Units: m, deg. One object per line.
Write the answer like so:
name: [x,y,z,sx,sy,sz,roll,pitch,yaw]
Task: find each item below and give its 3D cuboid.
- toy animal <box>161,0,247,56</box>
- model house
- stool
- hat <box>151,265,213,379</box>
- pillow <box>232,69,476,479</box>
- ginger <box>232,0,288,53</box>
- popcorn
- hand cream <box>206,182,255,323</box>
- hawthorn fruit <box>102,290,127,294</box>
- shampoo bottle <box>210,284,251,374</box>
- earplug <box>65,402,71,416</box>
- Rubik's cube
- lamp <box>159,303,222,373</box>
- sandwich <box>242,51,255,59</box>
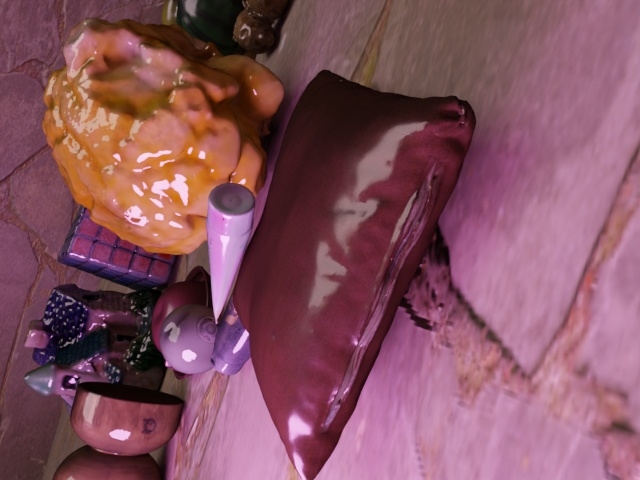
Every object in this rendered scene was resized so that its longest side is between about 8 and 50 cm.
toy animal: [-0.273,-0.520,1.301,0.338,0.191,0.216,28,100,64]
model house: [-0.498,0.236,1.216,0.298,0.284,0.243,40,116,63]
stool: [-0.348,0.387,0.920,0.179,0.179,0.264,-7,69,63]
hat: [-0.245,0.139,0.964,0.205,0.089,0.205,-41,41,48]
pillow: [0.000,0.000,0.520,0.308,0.108,0.305,-69,23,13]
ginger: [-0.098,-0.455,1.038,0.104,0.080,0.204,40,116,37]
popcorn: [-0.257,-0.156,0.869,0.390,0.344,0.354,-35,39,45]
hand cream: [-0.102,0.013,0.598,0.174,0.047,0.076,107,171,-48]
hawthorn fruit: [-0.579,0.216,1.506,0.173,0.173,0.173,-42,39,48]
shampoo bottle: [-0.086,0.068,0.724,0.234,0.049,0.087,-66,29,15]
earplug: [-0.611,0.406,1.479,0.324,0.185,0.185,40,111,57]
Rubik's cube: [-0.480,-0.024,1.358,0.237,0.237,0.238,-17,53,60]
lamp: [-0.190,0.147,0.828,0.105,0.105,0.105,-42,39,48]
sandwich: [-0.241,-0.341,1.186,0.117,0.144,0.187,19,93,63]
